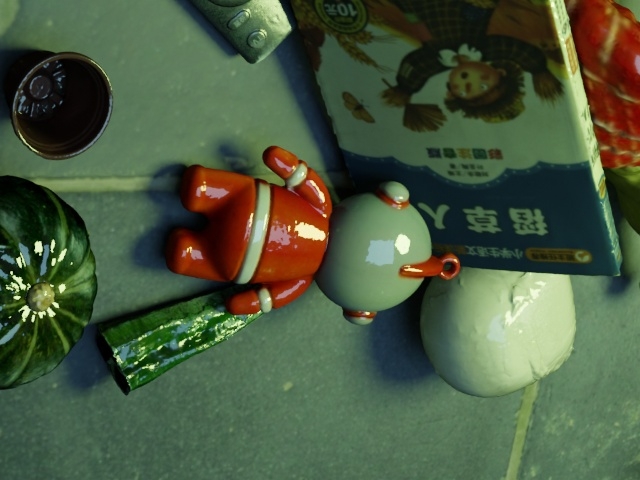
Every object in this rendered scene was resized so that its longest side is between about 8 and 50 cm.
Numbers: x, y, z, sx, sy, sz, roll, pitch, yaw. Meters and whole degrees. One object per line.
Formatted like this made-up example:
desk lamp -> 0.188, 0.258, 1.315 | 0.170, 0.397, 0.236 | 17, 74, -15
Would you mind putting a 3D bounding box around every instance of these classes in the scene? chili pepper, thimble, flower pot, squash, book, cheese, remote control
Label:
chili pepper -> -0.141, 0.087, 1.951 | 0.227, 0.059, 0.088 | -28, 111, -21
thimble -> 0.353, -0.272, 1.887 | 0.350, 0.230, 0.350 | 5, 71, -13
flower pot -> -0.275, -0.147, 1.745 | 0.111, 0.089, 0.111 | -12, 116, -26
squash -> -0.324, 0.041, 1.749 | 0.218, 0.172, 0.218 | -9, 108, -28
book -> 0.149, -0.131, 1.872 | 0.039, 0.300, 0.428 | -61, 143, -39
cheese -> 0.210, 0.093, 2.095 | 0.189, 0.154, 0.198 | -34, 122, -35
remote control -> -0.148, -0.336, 1.765 | 0.107, 0.044, 0.377 | -45, 126, -1

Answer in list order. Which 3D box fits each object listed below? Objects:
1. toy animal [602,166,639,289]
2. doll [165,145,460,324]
toy animal -> 0.430, -0.081, 2.126 | 0.181, 0.180, 0.363 | -54, 127, -26
doll -> 0.000, 0.000, 1.942 | 0.337, 0.105, 0.199 | 9, 106, -15
